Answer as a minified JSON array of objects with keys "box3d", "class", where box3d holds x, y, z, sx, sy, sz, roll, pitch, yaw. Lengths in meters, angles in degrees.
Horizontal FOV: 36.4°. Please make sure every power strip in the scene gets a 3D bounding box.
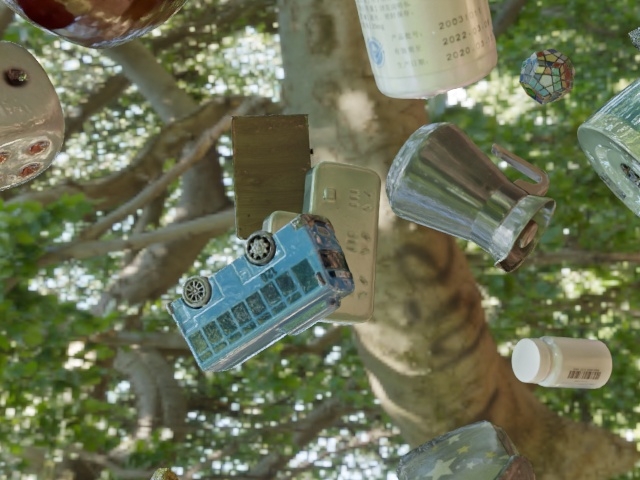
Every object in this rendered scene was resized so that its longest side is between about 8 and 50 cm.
[{"box3d":[0.000,0.000,1.597,0.059,0.194,0.265,157,119,-66],"class":"power strip"}]

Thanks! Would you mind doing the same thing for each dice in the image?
[{"box3d":[-0.548,-0.201,1.604,0.192,0.193,0.194,-22,-108,-35],"class":"dice"}]

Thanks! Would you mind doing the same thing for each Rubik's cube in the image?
[{"box3d":[0.451,-0.326,1.939,0.111,0.093,0.111,-165,90,-70],"class":"Rubik's cube"}]

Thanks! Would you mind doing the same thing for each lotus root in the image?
[{"box3d":[-0.262,0.433,1.639,0.049,0.054,0.099,4,-111,-32],"class":"lotus root"}]

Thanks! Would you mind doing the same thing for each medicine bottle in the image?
[{"box3d":[0.124,-0.344,1.258,0.170,0.170,0.293,-54,-46,-58],"class":"medicine bottle"},{"box3d":[0.488,0.247,1.971,0.187,0.103,0.102,6,-99,-27],"class":"medicine bottle"}]

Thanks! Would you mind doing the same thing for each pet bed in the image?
[{"box3d":[0.222,0.378,1.321,0.159,0.183,0.211,-106,-9,-63],"class":"pet bed"}]

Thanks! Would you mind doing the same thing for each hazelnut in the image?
[{"box3d":[-0.372,-0.513,1.642,0.429,0.402,0.402,-22,-71,-66],"class":"hazelnut"}]

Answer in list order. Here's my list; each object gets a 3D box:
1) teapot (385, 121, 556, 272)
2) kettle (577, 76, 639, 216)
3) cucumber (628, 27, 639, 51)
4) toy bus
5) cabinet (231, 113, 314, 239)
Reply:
[{"box3d":[0.358,-0.111,2.251,0.300,0.344,0.253,-42,-25,-26],"class":"teapot"},{"box3d":[0.638,-0.211,1.665,0.247,0.342,0.319,48,179,-1],"class":"kettle"},{"box3d":[0.699,-0.344,1.846,0.067,0.245,0.067,-61,4,8],"class":"cucumber"},{"box3d":[-0.072,0.072,1.304,0.133,0.234,0.116,61,-163,15],"class":"toy bus"},{"box3d":[-0.083,-0.114,1.780,0.175,0.148,0.215,150,117,-87],"class":"cabinet"}]
